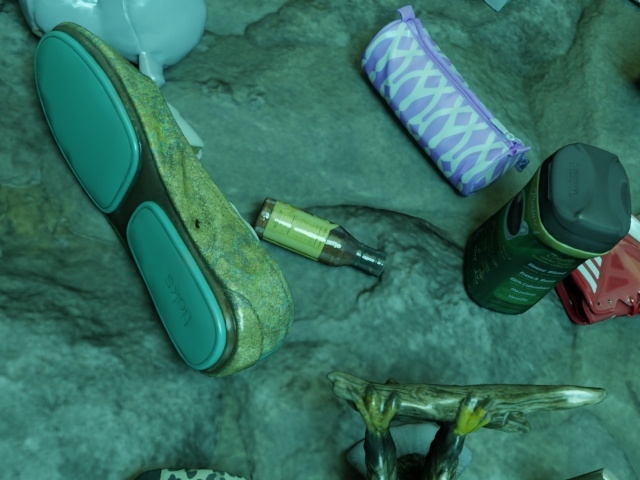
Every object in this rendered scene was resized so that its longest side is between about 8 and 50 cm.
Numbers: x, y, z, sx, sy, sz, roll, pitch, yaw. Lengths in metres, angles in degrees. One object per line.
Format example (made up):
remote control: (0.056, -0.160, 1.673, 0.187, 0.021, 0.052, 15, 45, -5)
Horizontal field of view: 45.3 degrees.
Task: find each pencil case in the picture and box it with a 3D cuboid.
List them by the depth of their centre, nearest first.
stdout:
pencil case: (0.129, -0.142, 0.813, 0.086, 0.088, 0.206, -31, 75, -31)

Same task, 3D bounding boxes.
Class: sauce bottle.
sauce bottle: (0.000, 0.000, 0.725, 0.128, 0.042, 0.042, 23, 59, -8)

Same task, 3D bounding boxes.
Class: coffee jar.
coffee jar: (0.207, -0.007, 0.709, 0.079, 0.184, 0.096, 16, 60, -9)

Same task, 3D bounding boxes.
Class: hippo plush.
hippo plush: (-0.173, -0.293, 0.714, 0.294, 0.236, 0.234, 5, 51, -3)

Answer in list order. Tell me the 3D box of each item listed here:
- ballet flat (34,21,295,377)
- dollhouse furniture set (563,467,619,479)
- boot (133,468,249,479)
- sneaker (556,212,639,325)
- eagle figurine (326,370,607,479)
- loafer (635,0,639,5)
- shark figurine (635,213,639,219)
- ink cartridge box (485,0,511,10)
ballet flat: (-0.133, -0.043, 0.674, 0.123, 0.123, 0.348, -24, 72, -27)
dollhouse furniture set: (0.206, 0.291, 0.589, 0.144, 0.123, 0.151, 42, 59, 7)
boot: (-0.152, 0.253, 0.525, 0.236, 0.085, 0.178, -4, 41, 5)
sneaker: (0.330, 0.068, 0.783, 0.221, 0.087, 0.128, 37, 67, 18)
eagle figurine: (0.060, 0.244, 0.527, 0.225, 0.226, 0.298, 13, 75, -37)
loafer: (0.456, -0.332, 1.050, 0.125, 0.039, 0.045, 38, 92, 7)
shark figurine: (0.456, 0.003, 0.829, 0.166, 0.116, 0.278, -28, 73, -26)
ink cartridge box: (0.255, -0.405, 0.966, 0.127, 0.128, 0.176, 45, 60, 8)
